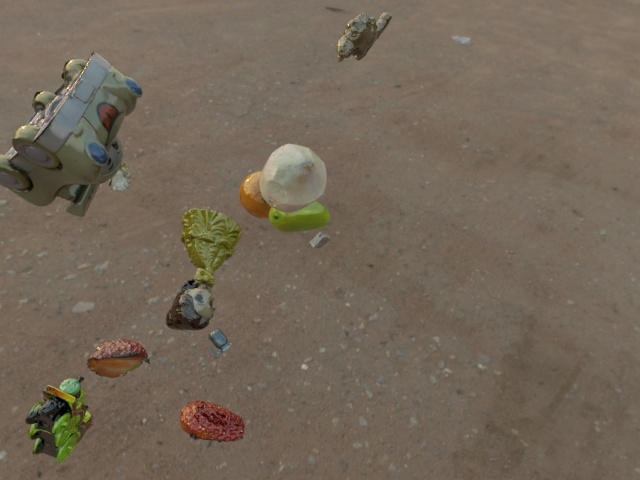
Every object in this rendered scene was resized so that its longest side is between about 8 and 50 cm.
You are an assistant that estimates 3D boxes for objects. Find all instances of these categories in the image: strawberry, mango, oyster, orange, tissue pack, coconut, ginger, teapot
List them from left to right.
[{"bbox_3d":[-0.609,0.348,1.267,0.192,0.140,0.085,0,49,-40],"label":"strawberry"},{"bbox_3d":[-0.873,-0.283,1.819,0.045,0.146,0.122,5,46,17],"label":"oyster"},{"bbox_3d":[-0.285,0.478,1.138,0.188,0.082,0.121,22,5,-25],"label":"strawberry"},{"bbox_3d":[-0.352,0.349,1.454,0.083,0.049,0.063,53,31,-2],"label":"teapot"},{"bbox_3d":[-0.294,-0.232,2.163,0.246,0.246,0.246,5,40,-4],"label":"orange"},{"bbox_3d":[-0.088,-0.205,1.366,0.224,0.224,0.234,1,-5,-17],"label":"coconut"},{"bbox_3d":[-0.089,-0.118,1.836,0.272,0.185,0.149,-5,69,-11],"label":"mango"},{"bbox_3d":[0.000,0.000,1.631,0.035,0.063,0.083,48,12,18],"label":"tissue pack"},{"bbox_3d":[0.138,-0.696,1.445,0.080,0.166,0.333,36,39,4],"label":"ginger"}]

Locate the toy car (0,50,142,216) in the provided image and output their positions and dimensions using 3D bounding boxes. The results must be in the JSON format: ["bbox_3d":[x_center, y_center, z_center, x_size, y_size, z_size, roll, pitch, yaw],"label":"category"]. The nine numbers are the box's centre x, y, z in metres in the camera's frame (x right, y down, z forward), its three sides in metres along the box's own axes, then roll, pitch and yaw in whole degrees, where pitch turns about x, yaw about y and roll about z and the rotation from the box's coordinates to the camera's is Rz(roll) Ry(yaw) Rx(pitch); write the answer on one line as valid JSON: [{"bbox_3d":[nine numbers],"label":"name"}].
[{"bbox_3d":[-0.514,-0.200,0.900,0.336,0.226,0.242,-14,53,35],"label":"toy car"}]

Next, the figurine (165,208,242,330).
[{"bbox_3d":[-0.323,0.094,1.164,0.168,0.187,0.315,1,58,2],"label":"figurine"}]

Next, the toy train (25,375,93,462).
[{"bbox_3d":[-0.721,0.496,1.176,0.100,0.296,0.161,24,38,-1],"label":"toy train"}]
